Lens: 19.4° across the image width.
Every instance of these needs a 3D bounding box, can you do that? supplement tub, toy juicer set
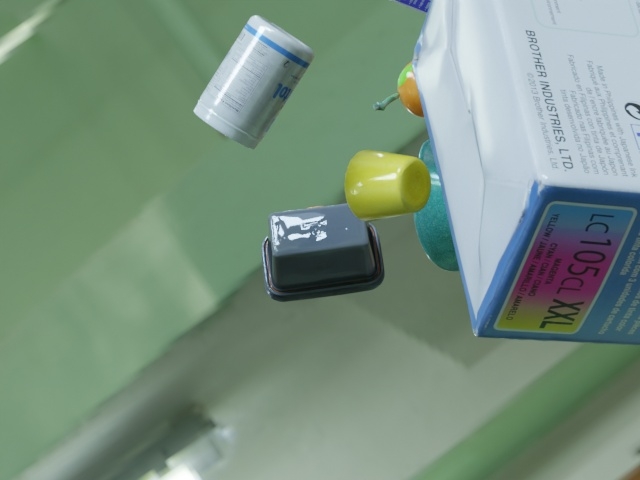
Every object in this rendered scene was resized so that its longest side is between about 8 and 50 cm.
[{"bbox_3d":[-0.061,-0.146,1.719,0.107,0.071,0.071,-58,-22,8],"label":"supplement tub"},{"bbox_3d":[0.152,-0.069,1.892,0.089,0.209,0.329,0,-22,41],"label":"toy juicer set"}]

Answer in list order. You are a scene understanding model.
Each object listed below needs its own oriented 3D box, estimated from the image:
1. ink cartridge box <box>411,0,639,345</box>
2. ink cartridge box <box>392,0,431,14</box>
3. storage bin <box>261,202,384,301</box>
[{"bbox_3d":[0.283,-0.068,1.250,0.395,0.270,0.151,3,-42,-13],"label":"ink cartridge box"},{"bbox_3d":[0.148,-0.359,2.273,0.206,0.208,0.045,118,169,-50],"label":"ink cartridge box"},{"bbox_3d":[0.000,0.000,2.068,0.135,0.098,0.091,-7,-26,-1],"label":"storage bin"}]
